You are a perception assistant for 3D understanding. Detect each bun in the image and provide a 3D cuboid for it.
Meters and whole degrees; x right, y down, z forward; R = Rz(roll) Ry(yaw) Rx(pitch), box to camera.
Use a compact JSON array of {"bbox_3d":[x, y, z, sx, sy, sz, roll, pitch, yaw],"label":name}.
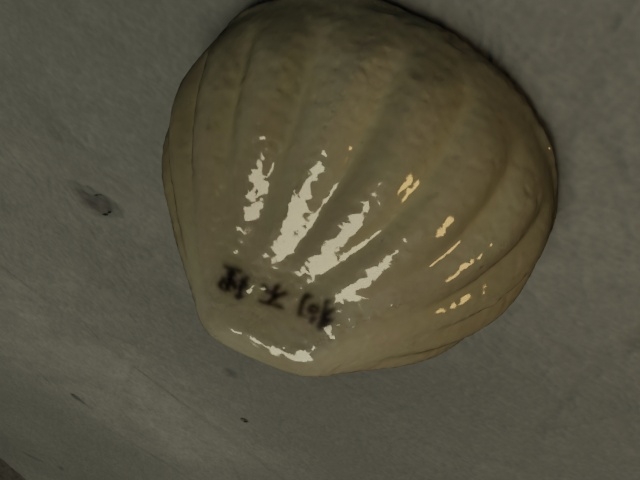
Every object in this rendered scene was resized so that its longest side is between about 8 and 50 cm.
[{"bbox_3d":[0.000,0.000,0.516,0.263,0.175,0.263,18,144,14],"label":"bun"}]
